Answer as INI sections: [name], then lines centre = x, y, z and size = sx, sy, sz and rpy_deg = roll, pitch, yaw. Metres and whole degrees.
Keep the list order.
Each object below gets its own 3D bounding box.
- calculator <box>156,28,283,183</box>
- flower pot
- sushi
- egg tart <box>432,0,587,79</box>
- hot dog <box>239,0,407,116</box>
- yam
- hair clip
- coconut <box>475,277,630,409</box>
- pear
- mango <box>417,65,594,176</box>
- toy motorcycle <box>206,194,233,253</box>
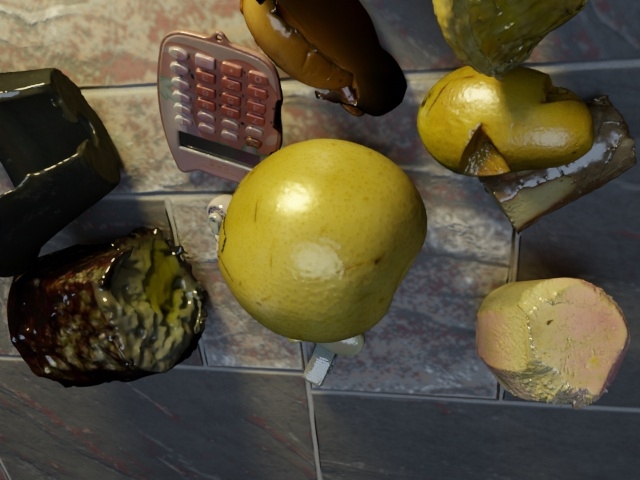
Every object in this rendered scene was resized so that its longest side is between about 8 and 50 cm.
[calculator]
centre = -0.167, -0.213, 0.852
size = 0.220, 0.048, 0.329
rpy_deg = 19, 147, 1
[flower pot]
centre = -0.522, -0.153, 0.888
size = 0.251, 0.379, 0.379
rpy_deg = -24, 112, -2
[sushi]
centre = -0.417, 0.142, 1.008
size = 0.295, 0.281, 0.299
rpy_deg = -14, 120, 21
[egg tart]
centre = 0.258, -0.371, 0.610
size = 0.132, 0.342, 0.340
rpy_deg = 18, 128, 46
[hot dog]
centre = -0.018, -0.303, 0.773
size = 0.107, 0.194, 0.326
rpy_deg = -5, 131, 49
[yam]
centre = 0.387, -0.121, 0.818
size = 0.238, 0.127, 0.129
rpy_deg = -33, 151, 24
[hair clip]
centre = 0.011, 0.219, 1.099
size = 0.159, 0.071, 0.218
rpy_deg = 22, 114, 2
[coconut]
centre = 0.406, 0.185, 0.915
size = 0.234, 0.245, 0.232
rpy_deg = 1, 78, -4
[pear]
centre = 0.000, 0.000, 0.835
size = 0.349, 0.348, 0.347
rpy_deg = 4, 118, 8
[mango]
centre = 0.274, -0.179, 0.763
size = 0.262, 0.130, 0.166
rpy_deg = 9, 92, 37
[toy motorcycle]
centre = -0.166, 0.024, 1.019
size = 0.113, 0.112, 0.254
rpy_deg = -14, 115, 17
